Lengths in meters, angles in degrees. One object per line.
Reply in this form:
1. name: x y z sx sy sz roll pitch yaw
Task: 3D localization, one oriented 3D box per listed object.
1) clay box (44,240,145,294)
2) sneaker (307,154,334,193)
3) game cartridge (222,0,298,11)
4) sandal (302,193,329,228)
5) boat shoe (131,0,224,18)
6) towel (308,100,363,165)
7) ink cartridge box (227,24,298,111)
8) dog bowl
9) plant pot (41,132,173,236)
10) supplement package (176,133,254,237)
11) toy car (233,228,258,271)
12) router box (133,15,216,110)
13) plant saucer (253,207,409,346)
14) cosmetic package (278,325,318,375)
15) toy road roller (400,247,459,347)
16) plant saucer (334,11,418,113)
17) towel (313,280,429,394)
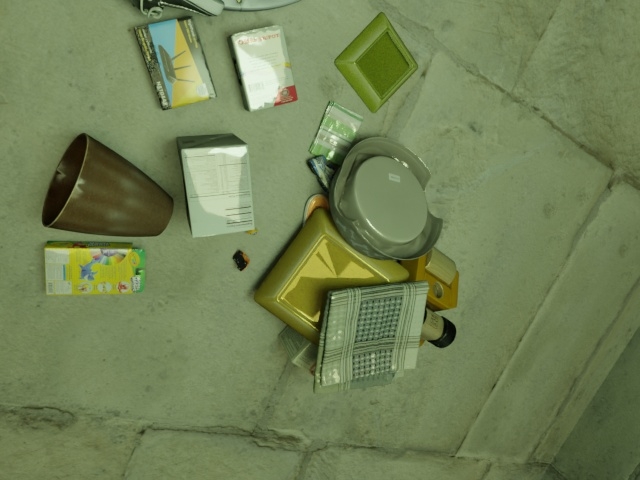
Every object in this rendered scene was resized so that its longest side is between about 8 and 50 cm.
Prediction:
1. clay box: -0.562 0.070 1.100 0.222 0.053 0.127 2 109 -24
2. sneaker: 0.021 -0.182 1.228 0.058 0.052 0.135 -38 126 -7
3. game cartridge: -0.127 -0.638 0.993 0.297 0.062 0.198 -19 120 -14
4. sandal: -0.010 0.000 1.277 0.102 0.076 0.265 -6 112 -19
5. boat shoe: -0.358 -0.523 0.906 0.306 0.113 0.105 16 122 -20
6. towel: 0.046 -0.295 1.213 0.113 0.023 0.152 19 103 -26
7. ink cartridge box: -0.140 -0.417 1.062 0.127 0.072 0.175 -18 116 -14
8. dog bowl: 0.177 -0.105 1.205 0.348 0.102 0.349 11 68 -28
9. plant pot: -0.468 -0.096 1.003 0.230 0.215 0.215 24 101 -43
10. supplement package: -0.256 -0.141 1.056 0.149 0.194 0.203 -8 113 -18
11. toy car: -0.198 0.028 1.228 0.122 0.060 0.040 -56 151 13
12. router box: -0.331 -0.407 1.006 0.133 0.046 0.179 -20 116 -14
13. plant saucer: 0.033 0.132 1.214 0.333 0.081 0.333 36 91 -3
14. cosmetic package: 0.028 0.255 1.352 0.296 0.153 0.129 -47 120 3
15. toy road roller: 0.297 0.189 1.434 0.202 0.240 0.330 32 59 -28
16. plant saucer: 0.163 -0.474 1.176 0.188 0.045 0.188 -46 119 1
17. towel: 0.141 0.269 1.183 0.312 0.056 0.324 -3 113 -26
